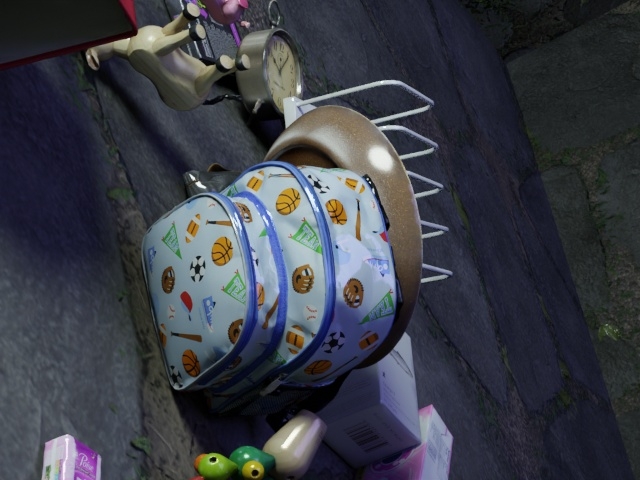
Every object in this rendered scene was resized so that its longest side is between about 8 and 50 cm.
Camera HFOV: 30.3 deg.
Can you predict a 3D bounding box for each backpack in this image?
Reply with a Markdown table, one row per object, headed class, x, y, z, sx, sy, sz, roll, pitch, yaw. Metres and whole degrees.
| class | x | y | z | sx | sy | sz | roll | pitch | yaw |
| --- | --- | --- | --- | --- | --- | --- | --- | --- | --- |
| backpack | -0.050 | 0.040 | 1.246 | 0.213 | 0.263 | 0.277 | 1 | 64 | -49 |

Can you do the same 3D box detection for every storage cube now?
| class | x | y | z | sx | sy | sz | roll | pitch | yaw |
| --- | --- | --- | --- | --- | --- | --- | --- | --- | --- |
| storage cube | -0.292 | -0.290 | 1.075 | 0.184 | 0.214 | 0.193 | 67 | 12 | -66 |

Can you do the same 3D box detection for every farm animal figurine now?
| class | x | y | z | sx | sy | sz | roll | pitch | yaw |
| --- | --- | --- | --- | --- | --- | --- | --- | --- | --- |
| farm animal figurine | -0.244 | -0.317 | 1.356 | 0.326 | 0.172 | 0.331 | 9 | 65 | -50 |

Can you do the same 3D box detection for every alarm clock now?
| class | x | y | z | sx | sy | sz | roll | pitch | yaw |
| --- | --- | --- | --- | --- | --- | --- | --- | --- | --- |
| alarm clock | -0.074 | -0.257 | 1.710 | 0.129 | 0.064 | 0.192 | 30 | 63 | -62 |

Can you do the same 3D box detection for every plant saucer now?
| class | x | y | z | sx | sy | sz | roll | pitch | yaw |
| --- | --- | --- | --- | --- | --- | --- | --- | --- | --- |
| plant saucer | 0.000 | 0.000 | 1.375 | 0.050 | 0.310 | 0.311 | -8 | 71 | -36 |

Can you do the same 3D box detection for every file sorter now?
| class | x | y | z | sx | sy | sz | roll | pitch | yaw |
| --- | --- | --- | --- | --- | --- | --- | --- | --- | --- |
| file sorter | 0.076 | -0.068 | 1.699 | 0.193 | 0.173 | 0.278 | 14 | 68 | -63 |

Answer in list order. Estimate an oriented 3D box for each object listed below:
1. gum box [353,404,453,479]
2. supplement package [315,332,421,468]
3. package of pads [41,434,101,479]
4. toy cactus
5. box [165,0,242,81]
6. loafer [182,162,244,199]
| class | x | y | z | sx | sy | sz | roll | pitch | yaw |
| --- | --- | --- | --- | --- | --- | --- | --- | --- | --- |
| gum box | 0.105 | 0.298 | 1.527 | 0.062 | 0.107 | 0.188 | 58 | 22 | -16 |
| supplement package | 0.057 | 0.185 | 1.545 | 0.105 | 0.105 | 0.179 | 47 | 27 | -36 |
| package of pads | -0.210 | 0.211 | 0.997 | 0.050 | 0.032 | 0.083 | 48 | 27 | -43 |
| toy cactus | -0.052 | 0.247 | 1.163 | 0.180 | 0.112 | 0.219 | -52 | 134 | -23 |
| box | -0.158 | -0.292 | 1.686 | 0.162 | 0.029 | 0.116 | 9 | 59 | -66 |
| loafer | -0.118 | -0.072 | 1.493 | 0.061 | 0.062 | 0.170 | 59 | 20 | 1 |
